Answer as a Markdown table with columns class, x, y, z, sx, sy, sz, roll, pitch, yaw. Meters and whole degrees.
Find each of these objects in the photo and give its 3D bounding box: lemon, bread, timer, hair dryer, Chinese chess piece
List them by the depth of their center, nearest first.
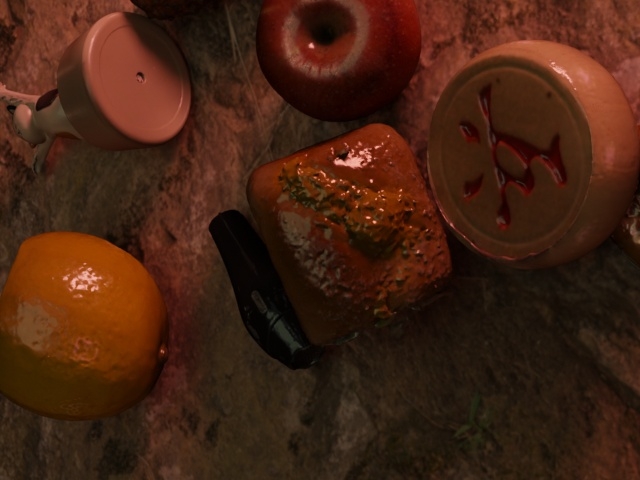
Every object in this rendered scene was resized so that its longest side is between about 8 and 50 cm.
| class | x | y | z | sx | sy | sz | roll | pitch | yaw |
| --- | --- | --- | --- | --- | --- | --- | --- | --- | --- |
| Chinese chess piece | 0.230 | -0.093 | 1.798 | 0.250 | 0.103 | 0.249 | 6 | 98 | 45 |
| bread | 0.041 | 0.004 | 1.852 | 0.195 | 0.176 | 0.246 | -24 | 97 | -5 |
| hair dryer | 0.000 | 0.000 | 2.001 | 0.272 | 0.091 | 0.235 | -39 | 59 | 13 |
| lemon | -0.296 | 0.114 | 2.082 | 0.219 | 0.240 | 0.240 | 17 | 100 | 0 |
| timer | -0.317 | -0.176 | 2.151 | 0.266 | 0.175 | 0.175 | -16 | 81 | 42 |

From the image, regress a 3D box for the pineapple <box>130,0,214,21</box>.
| class | x | y | z | sx | sy | sz | roll | pitch | yaw |
| --- | --- | --- | --- | --- | --- | --- | --- | --- | --- |
| pineapple | -0.123 | -0.352 | 2.042 | 0.248 | 0.128 | 0.128 | -10 | 84 | 28 |

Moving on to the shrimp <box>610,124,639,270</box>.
| class | x | y | z | sx | sy | sz | roll | pitch | yaw |
| --- | --- | --- | --- | --- | --- | --- | --- | --- | --- |
| shrimp | 0.415 | -0.059 | 1.745 | 0.262 | 0.051 | 0.198 | -35 | 79 | 30 |

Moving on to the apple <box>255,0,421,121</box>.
| class | x | y | z | sx | sy | sz | roll | pitch | yaw |
| --- | --- | --- | --- | --- | --- | --- | --- | --- | --- |
| apple | 0.024 | -0.238 | 1.927 | 0.201 | 0.162 | 0.201 | 2 | 95 | 22 |
